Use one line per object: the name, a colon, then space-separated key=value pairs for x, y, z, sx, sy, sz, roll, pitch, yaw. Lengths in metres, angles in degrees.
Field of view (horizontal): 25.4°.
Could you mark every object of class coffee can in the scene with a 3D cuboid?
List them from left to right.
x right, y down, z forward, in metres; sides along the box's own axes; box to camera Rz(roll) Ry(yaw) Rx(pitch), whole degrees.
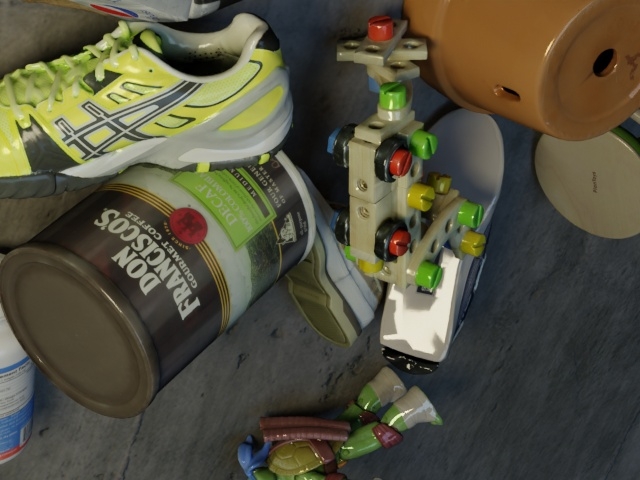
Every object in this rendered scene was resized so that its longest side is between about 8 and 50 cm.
coffee can: x=-0.164 y=0.020 z=1.459 sx=0.275 sy=0.201 sz=0.202 roll=-43 pitch=145 yaw=-39

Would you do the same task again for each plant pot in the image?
plant pot: x=0.267 y=-0.249 z=1.634 sx=0.290 sy=0.203 sz=0.291 roll=-19 pitch=132 yaw=-23

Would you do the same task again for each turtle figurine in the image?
turtle figurine: x=0.046 y=0.319 z=1.935 sx=0.266 sy=0.275 sz=0.198 roll=-38 pitch=172 yaw=-12

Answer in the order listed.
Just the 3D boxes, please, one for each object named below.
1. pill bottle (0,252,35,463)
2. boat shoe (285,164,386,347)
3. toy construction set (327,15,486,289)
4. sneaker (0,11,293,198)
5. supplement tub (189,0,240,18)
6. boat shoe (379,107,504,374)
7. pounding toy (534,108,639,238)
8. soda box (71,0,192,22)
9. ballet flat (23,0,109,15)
pill bottle: x=-0.367 y=0.125 z=1.516 sx=0.124 sy=0.124 sz=0.222 roll=-12 pitch=128 yaw=-30
boat shoe: x=0.000 y=0.000 z=1.715 sx=0.103 sy=0.113 sz=0.302 roll=-50 pitch=143 yaw=-23
toy construction set: x=0.094 y=-0.085 z=1.604 sx=0.215 sy=0.151 sz=0.328 roll=-38 pitch=123 yaw=-42
sneaker: x=-0.216 y=-0.144 z=1.375 sx=0.384 sy=0.145 sz=0.147 roll=-11 pitch=133 yaw=-17
supplement tub: x=-0.069 y=-0.303 z=1.401 sx=0.190 sy=0.117 sz=0.117 roll=-26 pitch=135 yaw=-19
boat shoe: x=0.156 y=-0.005 z=1.829 sx=0.158 sy=0.127 sz=0.341 roll=-22 pitch=130 yaw=-80
pounding toy: x=0.394 y=-0.122 z=1.861 sx=0.110 sy=0.183 sz=0.237 roll=-42 pitch=163 yaw=-34
soda box: x=-0.149 y=-0.340 z=1.245 sx=0.098 sy=0.091 sz=0.286 roll=13 pitch=87 yaw=-43
ballet flat: x=-0.319 y=-0.291 z=1.243 sx=0.124 sy=0.116 sz=0.342 roll=-31 pitch=140 yaw=17
